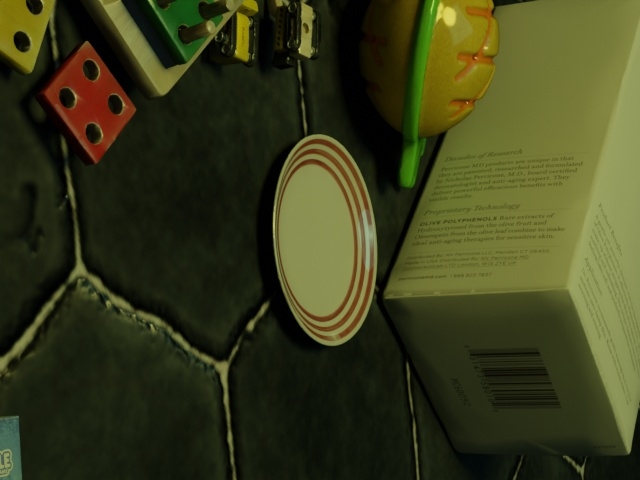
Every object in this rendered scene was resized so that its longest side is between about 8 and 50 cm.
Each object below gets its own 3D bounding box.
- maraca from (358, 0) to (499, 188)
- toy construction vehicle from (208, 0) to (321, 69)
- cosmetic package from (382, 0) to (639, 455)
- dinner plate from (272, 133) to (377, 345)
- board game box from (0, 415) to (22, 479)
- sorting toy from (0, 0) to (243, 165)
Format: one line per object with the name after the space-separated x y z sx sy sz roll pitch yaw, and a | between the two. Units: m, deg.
0.076 -0.123 0.998 0.127 0.099 0.186 -66 165 -46 | maraca
-0.040 -0.147 0.855 0.086 0.035 0.098 14 71 -49 | toy construction vehicle
0.196 -0.023 1.136 0.197 0.155 0.365 64 35 -36 | cosmetic package
0.000 0.000 0.917 0.141 0.017 0.141 15 73 -61 | dinner plate
-0.165 0.125 0.596 0.090 0.020 0.090 -1 86 -61 | board game box
-0.084 -0.162 0.729 0.132 0.046 0.274 59 42 -26 | sorting toy
